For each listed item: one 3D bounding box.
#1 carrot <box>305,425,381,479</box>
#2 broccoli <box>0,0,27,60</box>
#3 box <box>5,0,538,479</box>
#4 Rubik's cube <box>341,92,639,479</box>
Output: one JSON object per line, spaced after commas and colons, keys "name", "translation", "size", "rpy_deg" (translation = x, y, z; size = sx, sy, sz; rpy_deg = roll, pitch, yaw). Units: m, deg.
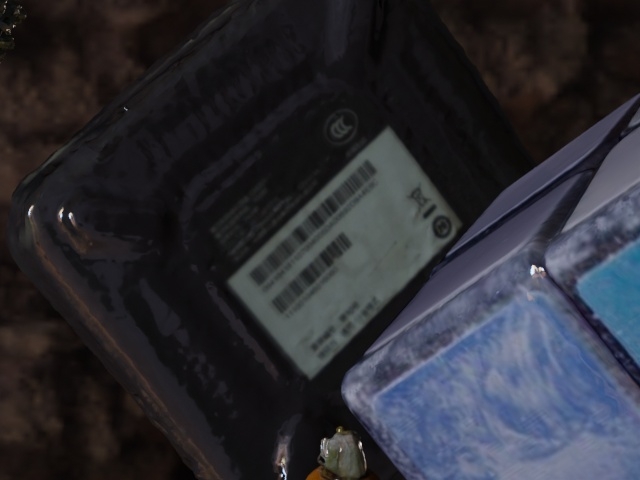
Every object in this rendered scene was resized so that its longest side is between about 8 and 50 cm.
{"name": "carrot", "translation": [0.014, 0.276, 1.263], "size": [0.069, 0.069, 0.336], "rpy_deg": [-25, -58, -52]}
{"name": "broccoli", "translation": [-0.385, -0.212, 1.576], "size": [0.248, 0.245, 0.288], "rpy_deg": [-41, -17, -10]}
{"name": "box", "translation": [0.000, 0.000, 1.358], "size": [0.359, 0.091, 0.350], "rpy_deg": [-43, -73, -18]}
{"name": "Rubik's cube", "translation": [0.254, 0.066, 1.091], "size": [0.318, 0.313, 0.316], "rpy_deg": [51, -149, -3]}
